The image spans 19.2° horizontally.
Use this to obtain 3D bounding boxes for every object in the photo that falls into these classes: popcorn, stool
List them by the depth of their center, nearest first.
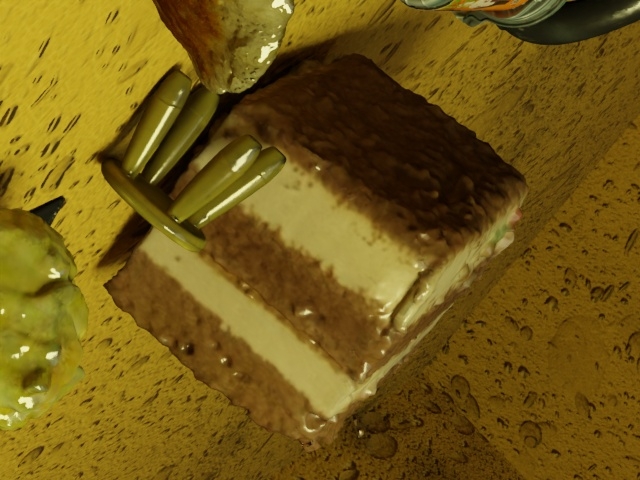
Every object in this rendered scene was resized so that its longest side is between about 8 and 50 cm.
[{"bbox_3d":[-0.269,0.061,1.395,0.195,0.173,0.168,-8,111,-27],"label":"popcorn"},{"bbox_3d":[-0.108,-0.065,1.571,0.110,0.135,0.134,-48,-148,4],"label":"stool"}]

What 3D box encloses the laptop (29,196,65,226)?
[{"bbox_3d":[-0.288,0.050,1.584,0.135,0.016,0.197,-33,163,-48],"label":"laptop"}]

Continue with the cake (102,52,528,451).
[{"bbox_3d":[0.000,0.000,1.771,0.290,0.282,0.255,-57,170,31],"label":"cake"}]

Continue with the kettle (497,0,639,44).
[{"bbox_3d":[0.263,-0.294,1.661,0.290,0.207,0.268,-14,-131,30],"label":"kettle"}]

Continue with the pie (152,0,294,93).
[{"bbox_3d":[-0.068,-0.181,1.226,0.079,0.163,0.193,-18,151,-21],"label":"pie"}]

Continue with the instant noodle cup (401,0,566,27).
[{"bbox_3d":[0.118,-0.258,1.564,0.125,0.177,0.208,-15,132,-40],"label":"instant noodle cup"}]
